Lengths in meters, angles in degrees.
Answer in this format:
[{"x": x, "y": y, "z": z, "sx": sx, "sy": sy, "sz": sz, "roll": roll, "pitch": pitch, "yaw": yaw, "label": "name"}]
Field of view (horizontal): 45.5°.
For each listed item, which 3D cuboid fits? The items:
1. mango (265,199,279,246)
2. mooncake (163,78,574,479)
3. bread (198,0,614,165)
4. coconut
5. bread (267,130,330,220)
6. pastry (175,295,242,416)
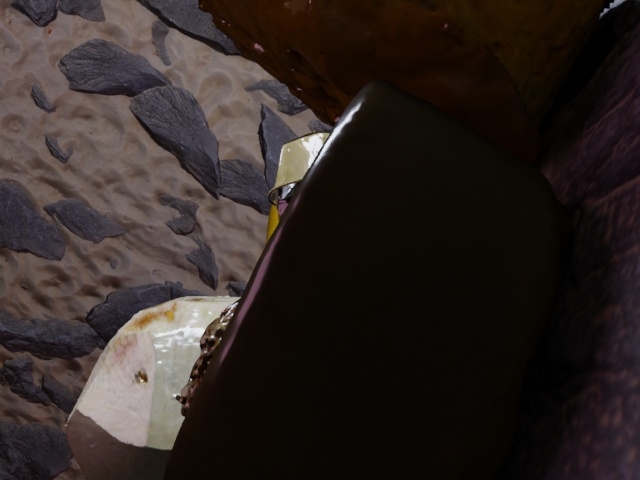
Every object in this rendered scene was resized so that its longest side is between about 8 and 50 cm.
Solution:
[{"x": 0.000, "y": 0.000, "z": 1.297, "sx": 0.173, "sy": 0.211, "sz": 0.317, "roll": -13, "pitch": 36, "yaw": 34, "label": "mango"}, {"x": 0.032, "y": 0.057, "z": 0.468, "sx": 0.284, "sy": 0.156, "sz": 0.284, "roll": -155, "pitch": 90, "yaw": -90, "label": "mooncake"}, {"x": 0.050, "y": -0.205, "z": 0.679, "sx": 0.215, "sy": 0.398, "sz": 0.398, "roll": -52, "pitch": 2, "yaw": 0, "label": "bread"}, {"x": -0.204, "y": 0.263, "z": 1.247, "sx": 0.415, "sy": 0.345, "sz": 0.415, "roll": 25, "pitch": -90, "yaw": -88, "label": "coconut"}, {"x": 0.027, "y": -0.035, "z": 1.099, "sx": 0.224, "sy": 0.143, "sz": 0.211, "roll": 28, "pitch": -132, "yaw": -57, "label": "bread"}, {"x": -0.050, "y": 0.178, "z": 0.996, "sx": 0.275, "sy": 0.193, "sz": 0.274, "roll": -45, "pitch": -28, "yaw": -32, "label": "pastry"}]
